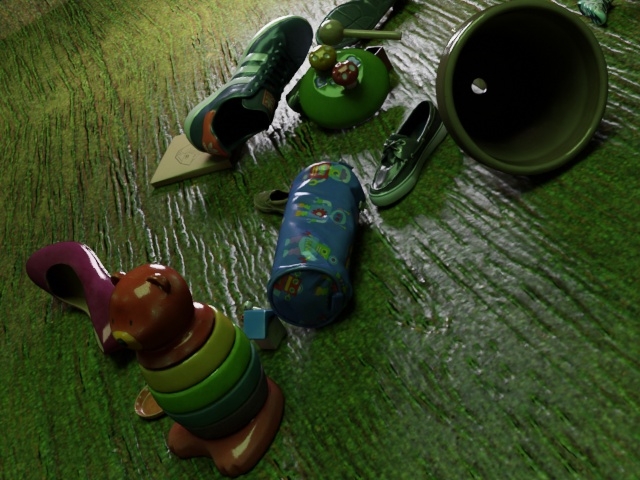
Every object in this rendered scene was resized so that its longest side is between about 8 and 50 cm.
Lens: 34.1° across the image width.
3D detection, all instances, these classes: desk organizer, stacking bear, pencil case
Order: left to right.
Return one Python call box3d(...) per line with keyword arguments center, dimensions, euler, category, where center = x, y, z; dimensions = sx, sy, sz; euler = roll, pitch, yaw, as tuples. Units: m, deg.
box3d(center=(-0.182, 0.155, 1.409), dimensions=(0.175, 0.289, 0.164), euler=(8, 48, 45), category="stacking bear")
box3d(center=(0.000, 0.000, 1.640), dimensions=(0.133, 0.119, 0.306), euler=(7, 39, 4), category="pencil case")
box3d(center=(0.086, -0.332, 2.092), dimensions=(0.047, 0.050, 0.130), euler=(8, 48, 45), category="desk organizer")

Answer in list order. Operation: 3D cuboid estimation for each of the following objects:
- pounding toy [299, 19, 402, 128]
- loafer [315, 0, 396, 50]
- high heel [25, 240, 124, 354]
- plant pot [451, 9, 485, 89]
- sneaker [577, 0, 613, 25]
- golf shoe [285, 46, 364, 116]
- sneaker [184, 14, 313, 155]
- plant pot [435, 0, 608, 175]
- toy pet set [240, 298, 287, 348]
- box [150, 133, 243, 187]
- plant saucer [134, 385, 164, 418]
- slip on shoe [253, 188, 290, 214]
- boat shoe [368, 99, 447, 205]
box3d(center=(0.041, -0.342, 2.010), dimensions=(0.183, 0.110, 0.237), euler=(8, 65, 22), category="pounding toy")
box3d(center=(0.092, -0.491, 2.301), dimensions=(0.096, 0.084, 0.267), euler=(41, 71, 13), category="loafer")
box3d(center=(-0.438, 0.101, 1.840), dimensions=(0.377, 0.127, 0.181), euler=(5, 35, 38), category="high heel")
box3d(center=(0.301, -0.357, 1.906), dimensions=(0.109, 0.096, 0.109), euler=(-33, 32, -3), category="plant pot")
box3d(center=(0.513, -0.427, 1.884), dimensions=(0.069, 0.038, 0.098), euler=(-29, 32, 5), category="sneaker")
box3d(center=(0.007, -0.337, 2.142), dimensions=(0.198, 0.077, 0.094), euler=(-38, 32, -14), category="golf shoe")
box3d(center=(-0.116, -0.303, 2.100), dimensions=(0.350, 0.131, 0.148), euler=(-51, 36, -5), category="sneaker")
box3d(center=(0.290, -0.244, 1.655), dimensions=(0.263, 0.263, 0.229), euler=(-33, 13, -4), category="plant pot")
box3d(center=(-0.117, 0.137, 1.594), dimensions=(0.114, 0.065, 0.122), euler=(-3, 41, 37), category="toy pet set")
box3d(center=(-0.249, -0.188, 2.197), dimensions=(0.201, 0.021, 0.164), euler=(-12, 36, 26), category="box")
box3d(center=(-0.247, 0.242, 1.604), dimensions=(0.083, 0.013, 0.083), euler=(-21, 32, 14), category="plant saucer")
box3d(center=(-0.079, -0.075, 1.878), dimensions=(0.051, 0.041, 0.135), euler=(-42, 34, -18), category="slip on shoe")
box3d(center=(0.142, -0.155, 1.776), dimensions=(0.080, 0.076, 0.228), euler=(7, 48, 45), category="boat shoe")
